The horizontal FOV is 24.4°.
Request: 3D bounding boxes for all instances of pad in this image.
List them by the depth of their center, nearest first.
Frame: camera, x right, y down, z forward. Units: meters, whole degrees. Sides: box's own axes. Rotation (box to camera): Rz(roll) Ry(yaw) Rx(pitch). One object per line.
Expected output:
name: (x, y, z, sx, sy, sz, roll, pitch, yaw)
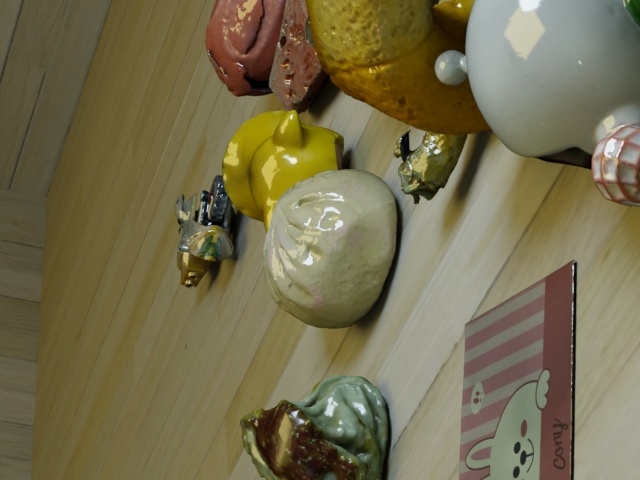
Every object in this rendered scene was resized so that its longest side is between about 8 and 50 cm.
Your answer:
pad: (0.158, 0.184, 1.231, 0.202, 0.005, 0.300, 139, 139, -62)

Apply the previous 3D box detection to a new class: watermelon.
watermelon: (-0.004, -0.247, 1.905, 0.241, 0.094, 0.154, 120, 145, -46)

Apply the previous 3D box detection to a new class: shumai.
shumai: (-0.018, 0.229, 1.516, 0.184, 0.142, 0.184, -165, 90, -70)

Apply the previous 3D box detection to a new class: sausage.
sausage: (-0.063, -0.324, 1.994, 0.152, 0.152, 0.280, -107, 35, -57)

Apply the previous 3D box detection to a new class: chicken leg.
chicken leg: (0.128, -0.138, 1.406, 0.103, 0.088, 0.228, 31, 105, 57)

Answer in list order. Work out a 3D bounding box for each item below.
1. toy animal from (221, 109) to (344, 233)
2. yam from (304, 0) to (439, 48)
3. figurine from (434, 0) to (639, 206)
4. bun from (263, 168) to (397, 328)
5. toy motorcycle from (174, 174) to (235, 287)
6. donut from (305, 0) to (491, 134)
toy animal: (-0.045, -0.086, 1.812, 0.230, 0.156, 0.156, -155, 78, -75)
yam: (0.088, -0.264, 1.524, 0.254, 0.154, 0.154, 131, 147, -48)
figurine: (0.223, -0.164, 1.015, 0.370, 0.167, 0.281, -32, 39, 57)
bun: (0.000, 0.000, 1.637, 0.193, 0.128, 0.178, -125, 49, -69)
toy motorcycle: (-0.179, 0.002, 2.230, 0.229, 0.094, 0.130, 121, 153, -56)
donut: (0.125, -0.214, 1.187, 0.110, 0.303, 0.303, 53, 130, 49)
